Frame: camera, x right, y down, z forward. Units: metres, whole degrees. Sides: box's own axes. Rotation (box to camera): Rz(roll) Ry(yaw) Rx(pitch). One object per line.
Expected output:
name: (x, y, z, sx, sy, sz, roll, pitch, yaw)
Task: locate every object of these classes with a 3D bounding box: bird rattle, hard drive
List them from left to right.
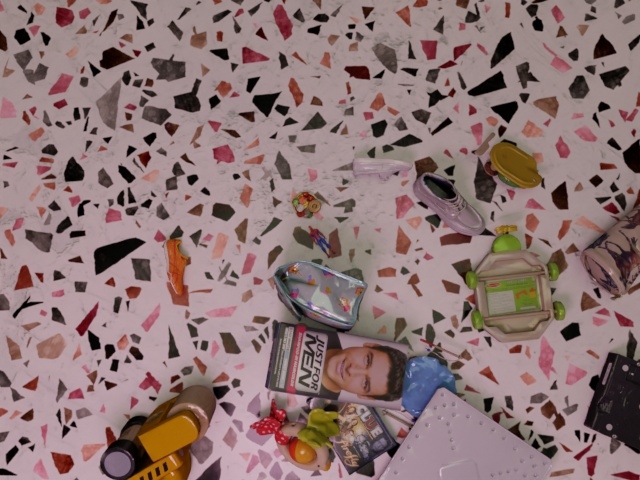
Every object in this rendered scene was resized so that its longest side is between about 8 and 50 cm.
bird rattle: (-0.068, 0.572, 1.496, 0.253, 0.143, 0.207, -8, 110, 22)
hard drive: (0.972, 0.500, 1.535, 0.338, 0.064, 0.237, 22, 85, 4)

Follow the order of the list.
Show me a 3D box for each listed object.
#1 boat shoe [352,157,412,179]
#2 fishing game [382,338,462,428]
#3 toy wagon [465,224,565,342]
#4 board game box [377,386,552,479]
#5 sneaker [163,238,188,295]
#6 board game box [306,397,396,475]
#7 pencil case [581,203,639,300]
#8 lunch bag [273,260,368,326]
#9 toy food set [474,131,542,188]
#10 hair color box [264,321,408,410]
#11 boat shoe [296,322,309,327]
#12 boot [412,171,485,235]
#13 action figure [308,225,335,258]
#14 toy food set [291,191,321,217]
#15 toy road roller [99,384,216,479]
boat shoe: (0.190, -0.219, 1.623, 0.184, 0.066, 0.063, 4, 95, 0)
fishing game: (0.310, 0.433, 1.564, 0.189, 0.041, 0.264, 23, 93, 3)
toy wagon: (0.574, 0.126, 1.579, 0.266, 0.068, 0.345, -6, 83, 0)
board game box: (0.394, 0.681, 1.510, 0.389, 0.050, 0.390, 34, 88, 0)
sneaker: (-0.433, 0.080, 1.598, 0.067, 0.064, 0.175, -9, 87, -10)
board game box: (0.089, 0.534, 1.552, 0.165, 0.042, 0.243, -32, 85, -3)
pencil case: (0.958, -0.006, 1.542, 0.410, 0.160, 0.184, -38, 70, -3)
lunch bag: (-0.014, 0.156, 1.503, 0.262, 0.223, 0.160, 18, 77, 3)
toy food set: (0.570, -0.228, 1.622, 0.217, 0.071, 0.128, 35, 61, 2)
hair color box: (0.046, 0.353, 1.484, 0.373, 0.113, 0.186, 12, 77, -9)
boat shoe: (-0.023, 0.340, 1.568, 0.075, 0.065, 0.206, -28, 85, -19)
boot: (0.392, -0.107, 1.576, 0.258, 0.123, 0.095, 35, 85, 4)
action figure: (0.000, 0.000, 1.619, 0.038, 0.030, 0.115, -39, 83, 2)
toy food set: (-0.046, -0.110, 1.633, 0.082, 0.020, 0.083, -37, 85, -3)
toy road roller: (-0.418, 0.590, 1.481, 0.329, 0.202, 0.241, -31, 97, 2)
